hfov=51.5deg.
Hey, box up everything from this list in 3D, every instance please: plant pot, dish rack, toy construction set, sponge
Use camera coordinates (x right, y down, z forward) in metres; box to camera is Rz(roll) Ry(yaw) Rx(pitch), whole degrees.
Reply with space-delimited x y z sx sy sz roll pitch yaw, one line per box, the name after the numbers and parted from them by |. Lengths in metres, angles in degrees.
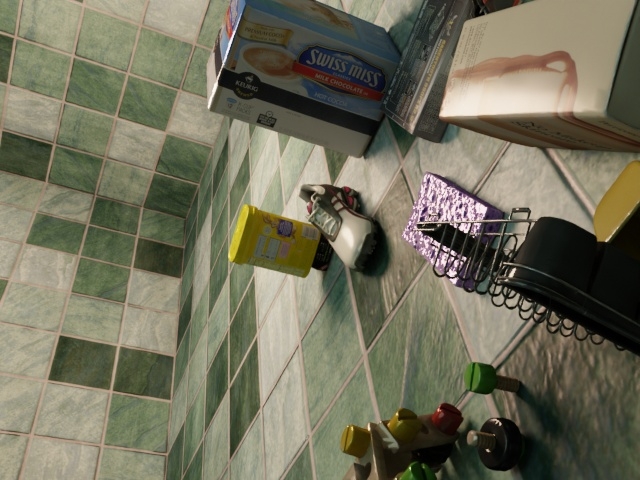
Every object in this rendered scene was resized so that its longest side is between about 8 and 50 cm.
0.299 -0.027 0.602 0.083 0.081 0.081 -84 18 -57 | plant pot
0.207 0.041 0.630 0.074 0.208 0.271 -65 18 -7 | dish rack
0.061 0.303 0.772 0.309 0.237 0.257 127 151 -49 | toy construction set
0.187 -0.021 0.977 0.210 0.031 0.117 -126 53 -66 | sponge

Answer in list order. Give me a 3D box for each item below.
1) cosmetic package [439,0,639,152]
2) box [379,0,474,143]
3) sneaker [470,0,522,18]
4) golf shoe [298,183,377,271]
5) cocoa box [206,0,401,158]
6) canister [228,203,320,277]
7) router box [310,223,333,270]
0.266 -0.168 0.688 0.296 0.153 0.129 -151 75 -72 | cosmetic package
0.193 -0.302 1.133 0.183 0.056 0.231 -120 47 -63 | box
0.259 -0.360 0.976 0.061 0.065 0.158 -153 78 -70 | sneaker
0.028 -0.029 1.298 0.105 0.120 0.273 -66 22 21 | golf shoe
-0.037 -0.362 1.375 0.231 0.347 0.228 -102 33 -52 | cocoa box
-0.096 0.005 1.416 0.073 0.170 0.126 -150 76 -69 | canister
0.000 0.000 1.472 0.092 0.038 0.122 -151 77 -69 | router box
